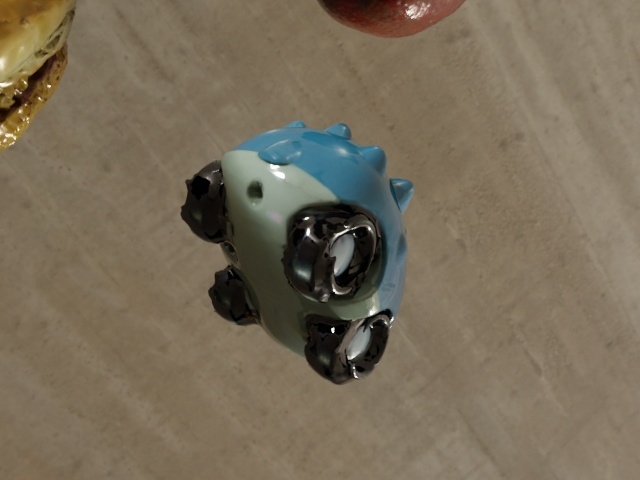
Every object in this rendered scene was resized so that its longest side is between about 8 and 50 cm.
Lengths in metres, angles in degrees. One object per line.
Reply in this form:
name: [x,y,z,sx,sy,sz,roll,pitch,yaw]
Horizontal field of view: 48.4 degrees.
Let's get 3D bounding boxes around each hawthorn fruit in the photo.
hawthorn fruit: [0.097,-0.353,0.867,0.215,0.215,0.249,47,31,17]

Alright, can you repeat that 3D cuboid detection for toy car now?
toy car: [0.000,0.000,0.691,0.188,0.190,0.255,23,-40,34]

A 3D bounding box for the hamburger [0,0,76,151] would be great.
hamburger: [-0.302,-0.169,0.521,0.244,0.244,0.163,49,-27,10]
